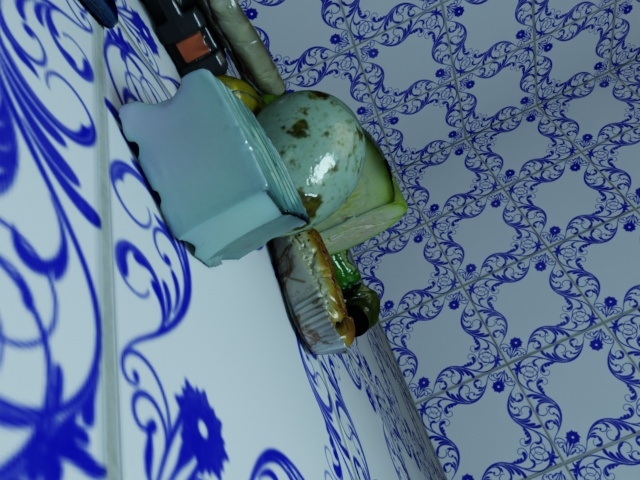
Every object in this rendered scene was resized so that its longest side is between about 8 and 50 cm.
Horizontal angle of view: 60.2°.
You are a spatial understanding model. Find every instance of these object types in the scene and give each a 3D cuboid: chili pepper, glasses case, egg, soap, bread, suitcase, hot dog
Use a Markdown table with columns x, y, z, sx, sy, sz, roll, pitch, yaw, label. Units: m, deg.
| x | y | z | sx | sy | sz | roll | pitch | yaw | label |
| --- | --- | --- | --- | --- | --- | --- | --- | --- | --- |
| 0.000 | 0.000 | 1.249 | 0.253 | 0.083 | 0.099 | 61 | 3 | 8 | chili pepper |
| -0.196 | -0.216 | 0.462 | 0.083 | 0.023 | 0.034 | 55 | 13 | -69 | glasses case |
| -0.030 | -0.102 | 0.754 | 0.231 | 0.169 | 0.169 | -64 | 143 | -32 | egg |
| -0.126 | -0.188 | 0.770 | 0.234 | 0.079 | 0.064 | -81 | 155 | -82 | glasses case |
| -0.082 | -0.059 | 0.527 | 0.230 | 0.091 | 0.145 | -43 | 108 | -84 | soap |
| -0.105 | -0.269 | 0.776 | 0.073 | 0.053 | 0.214 | 55 | 1 | 29 | bread |
| -0.217 | -0.364 | 0.742 | 0.206 | 0.066 | 0.286 | -109 | 173 | -56 | suitcase |
| -0.014 | 0.053 | 0.809 | 0.144 | 0.075 | 0.268 | 56 | 7 | -48 | hot dog |

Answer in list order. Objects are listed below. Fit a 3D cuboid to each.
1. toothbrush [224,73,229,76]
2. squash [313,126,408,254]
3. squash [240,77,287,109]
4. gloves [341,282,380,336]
| x | y | z | sx | sy | sz | roll | pitch | yaw | label |
| --- | --- | --- | --- | --- | --- | --- | --- | --- | --- |
| -0.141 | -0.200 | 0.990 | 0.037 | 0.028 | 0.375 | 51 | 13 | -48 | toothbrush |
| 0.009 | -0.145 | 1.114 | 0.210 | 0.233 | 0.309 | 57 | 11 | -74 | squash |
| -0.097 | -0.244 | 1.032 | 0.331 | 0.087 | 0.087 | 85 | -20 | -85 | squash |
| 0.089 | 0.162 | 1.302 | 0.268 | 0.107 | 0.135 | -98 | -166 | -82 | gloves |
